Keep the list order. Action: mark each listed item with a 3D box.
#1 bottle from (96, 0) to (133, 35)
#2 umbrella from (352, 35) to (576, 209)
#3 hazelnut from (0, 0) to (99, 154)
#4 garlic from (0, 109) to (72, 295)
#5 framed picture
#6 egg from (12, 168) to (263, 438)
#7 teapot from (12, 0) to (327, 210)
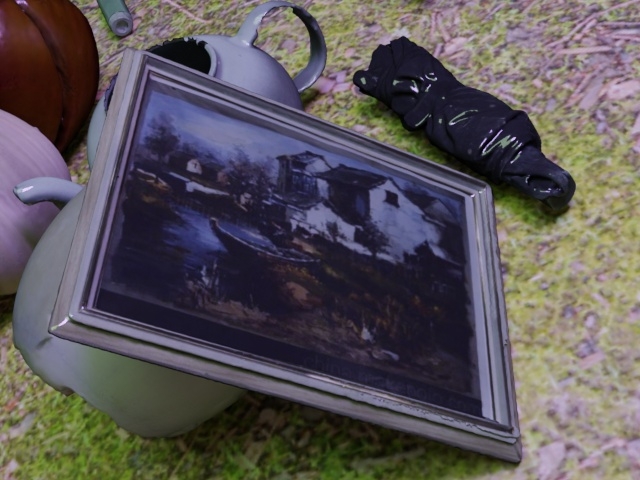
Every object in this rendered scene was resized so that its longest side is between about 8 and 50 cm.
[{"bbox_3d":[-0.240,-0.269,1.047,0.030,0.030,0.083,-31,47,0],"label":"bottle"},{"bbox_3d":[0.114,-0.097,0.710,0.066,0.059,0.236,-51,45,5],"label":"umbrella"},{"bbox_3d":[-0.320,-0.156,0.905,0.208,0.208,0.208,-14,48,16],"label":"hazelnut"},{"bbox_3d":[-0.373,-0.017,0.771,0.281,0.203,0.184,-6,39,24],"label":"garlic"},{"bbox_3d":[0.000,0.000,0.567,0.019,0.296,0.232,-51,28,45],"label":"framed picture"},{"bbox_3d":[-0.098,0.022,0.626,0.183,0.183,0.217,28,80,40],"label":"egg"},{"bbox_3d":[-0.111,-0.098,0.772,0.294,0.129,0.193,-42,48,-10],"label":"teapot"}]
